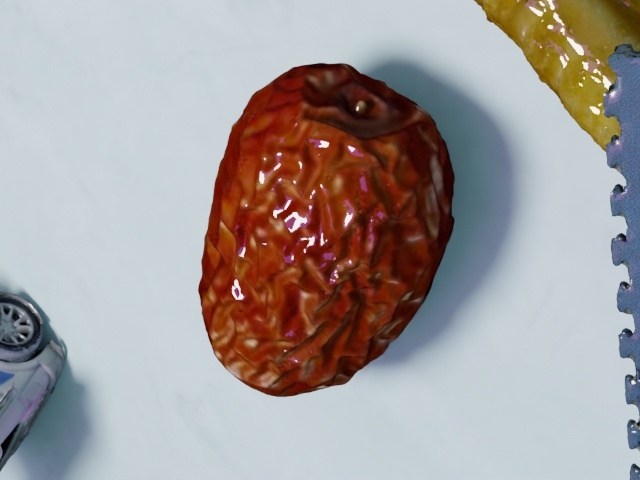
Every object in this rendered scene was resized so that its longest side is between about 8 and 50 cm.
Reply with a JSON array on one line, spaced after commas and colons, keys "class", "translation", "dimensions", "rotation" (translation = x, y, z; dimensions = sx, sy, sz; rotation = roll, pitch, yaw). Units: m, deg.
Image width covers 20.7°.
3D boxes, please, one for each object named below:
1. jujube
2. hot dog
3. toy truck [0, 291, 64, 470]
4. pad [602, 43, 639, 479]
[{"class": "jujube", "translation": [0.000, 0.000, 0.838], "dimensions": [0.112, 0.109, 0.176], "rotation": [-105, 23, -43]}, {"class": "hot dog", "translation": [0.066, -0.145, 0.731], "dimensions": [0.286, 0.088, 0.061], "rotation": [55, 138, 13]}, {"class": "toy truck", "translation": [-0.303, 0.074, 1.041], "dimensions": [0.268, 0.155, 0.124], "rotation": [29, 130, -6]}, {"class": "pad", "translation": [0.242, 0.050, 0.658], "dimensions": [0.269, 0.012, 0.270], "rotation": [3, 111, 23]}]
